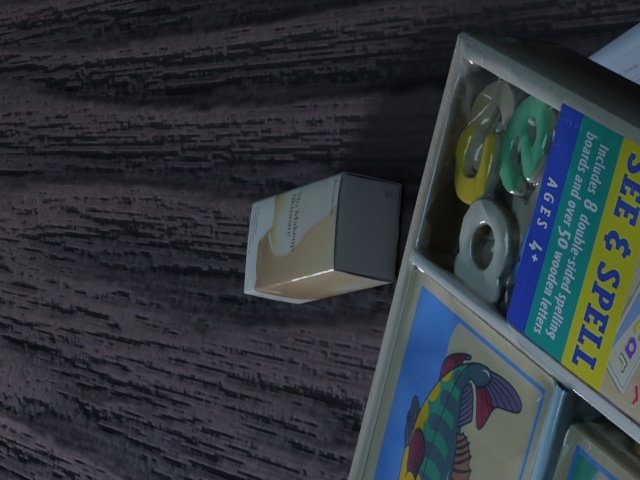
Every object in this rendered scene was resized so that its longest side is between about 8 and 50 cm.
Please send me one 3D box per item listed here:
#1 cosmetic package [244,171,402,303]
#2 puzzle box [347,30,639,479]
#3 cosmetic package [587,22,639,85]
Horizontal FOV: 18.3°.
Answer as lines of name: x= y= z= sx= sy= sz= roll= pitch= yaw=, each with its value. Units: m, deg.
cosmetic package: x=0.000 y=0.000 z=1.149 sx=0.115 sy=0.041 sz=0.060 roll=-19 pitch=63 yaw=60
puzzle box: x=0.083 y=0.153 z=0.729 sx=0.272 sy=0.052 sz=0.409 roll=39 pitch=120 yaw=58
cosmetic package: x=0.137 y=-0.029 z=0.868 sx=0.239 sy=0.060 sz=0.099 roll=-33 pitch=54 yaw=55
